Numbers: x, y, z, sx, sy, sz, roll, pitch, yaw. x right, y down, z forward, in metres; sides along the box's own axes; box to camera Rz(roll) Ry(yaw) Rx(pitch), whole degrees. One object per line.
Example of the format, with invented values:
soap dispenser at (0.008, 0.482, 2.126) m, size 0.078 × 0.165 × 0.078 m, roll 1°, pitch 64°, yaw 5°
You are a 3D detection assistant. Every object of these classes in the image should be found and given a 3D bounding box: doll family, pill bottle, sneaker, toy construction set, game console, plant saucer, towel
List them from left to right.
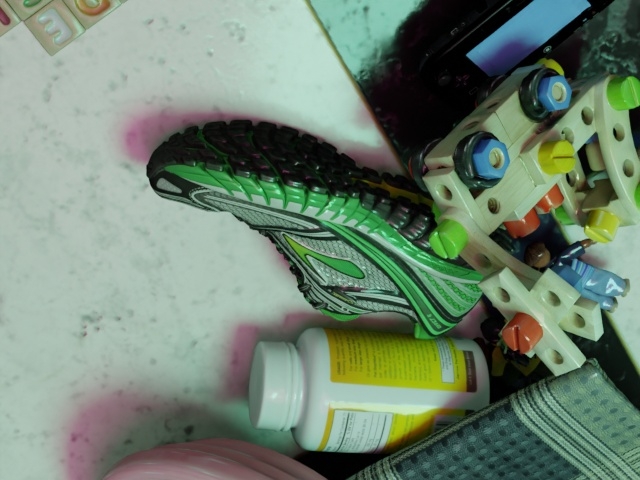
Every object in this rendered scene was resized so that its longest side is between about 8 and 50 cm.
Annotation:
plant saucer at (-0.056, 0.300, 1.420) m, size 0.332 × 0.084 × 0.332 m, roll 20°, pitch 139°, yaw 19°
sneaker at (0.000, 0.000, 1.366) m, size 0.343 × 0.134 × 0.146 m, roll 22°, pitch 111°, yaw -15°
pill bottle at (0.044, 0.144, 1.437) m, size 0.215 × 0.117 × 0.117 m, roll 5°, pitch 110°, yaw -12°
towel at (0.205, 0.251, 1.466) m, size 0.312 × 0.056 × 0.324 m, roll -31°, pitch 132°, yaw 20°
doll family at (0.213, 0.074, 1.468) m, size 0.111 × 0.076 × 0.193 m, roll 28°, pitch 99°, yaw -14°
toy construction set at (0.199, -0.033, 1.318) m, size 0.151 × 0.327 × 0.215 m, roll -15°, pitch 116°, yaw 38°
game console at (0.251, -0.234, 1.334) m, size 0.361 × 0.044 × 0.213 m, roll -38°, pitch 138°, yaw 16°

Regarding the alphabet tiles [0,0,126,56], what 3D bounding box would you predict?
alphabet tiles at (-0.228, -0.280, 1.284) m, size 0.237 × 0.009 × 0.198 m, roll -35°, pitch 113°, yaw 4°
